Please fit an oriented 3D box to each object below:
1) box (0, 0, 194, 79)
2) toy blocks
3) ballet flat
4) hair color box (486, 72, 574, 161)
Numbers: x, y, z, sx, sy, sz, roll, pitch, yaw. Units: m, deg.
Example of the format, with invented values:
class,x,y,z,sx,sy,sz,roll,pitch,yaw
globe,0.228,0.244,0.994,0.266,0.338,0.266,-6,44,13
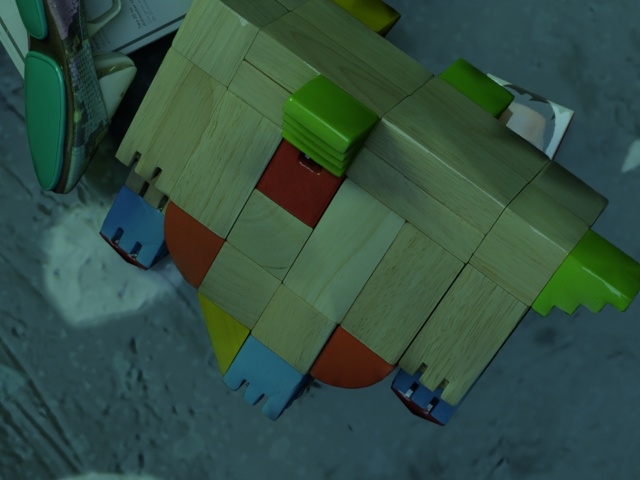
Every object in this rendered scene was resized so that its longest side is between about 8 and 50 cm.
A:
class,x,y,z,sx,sy,sz,roll,pitch,yaw
box,-0.116,-0.244,1.167,0.290,0.087,0.169,-27,115,4
toy blocks,0.000,0.000,1.125,0.381,0.191,0.261,36,122,8
ballet flat,-0.170,-0.139,1.125,0.079,0.077,0.222,-21,119,-28
hair color box,0.123,-0.042,1.197,0.072,0.043,0.141,24,90,6
